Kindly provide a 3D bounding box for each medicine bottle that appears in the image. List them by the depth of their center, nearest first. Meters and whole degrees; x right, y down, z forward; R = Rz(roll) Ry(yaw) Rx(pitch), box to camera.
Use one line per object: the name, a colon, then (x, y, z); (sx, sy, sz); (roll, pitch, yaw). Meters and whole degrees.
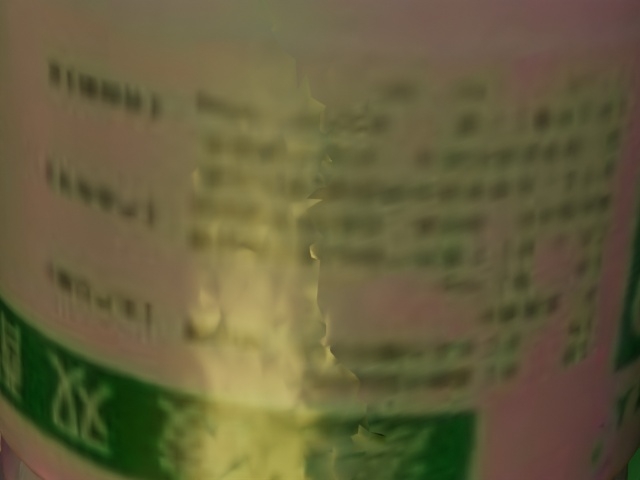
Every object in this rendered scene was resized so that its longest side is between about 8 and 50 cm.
medicine bottle: (0.000, 0.000, 0.498); (0.212, 0.212, 0.325); (14, 118, 19)
